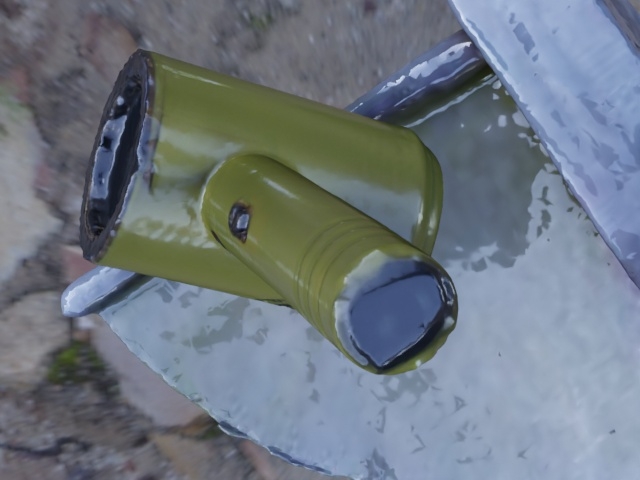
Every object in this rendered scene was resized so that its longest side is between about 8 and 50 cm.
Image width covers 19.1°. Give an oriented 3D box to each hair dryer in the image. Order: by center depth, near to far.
[{"bbox_3d":[0.000,0.000,0.702,0.135,0.279,0.090,16,97,-18],"label":"hair dryer"}]

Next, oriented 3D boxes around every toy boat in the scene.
[{"bbox_3d":[0.076,0.002,0.870,0.276,0.111,0.293,40,106,7],"label":"toy boat"}]
